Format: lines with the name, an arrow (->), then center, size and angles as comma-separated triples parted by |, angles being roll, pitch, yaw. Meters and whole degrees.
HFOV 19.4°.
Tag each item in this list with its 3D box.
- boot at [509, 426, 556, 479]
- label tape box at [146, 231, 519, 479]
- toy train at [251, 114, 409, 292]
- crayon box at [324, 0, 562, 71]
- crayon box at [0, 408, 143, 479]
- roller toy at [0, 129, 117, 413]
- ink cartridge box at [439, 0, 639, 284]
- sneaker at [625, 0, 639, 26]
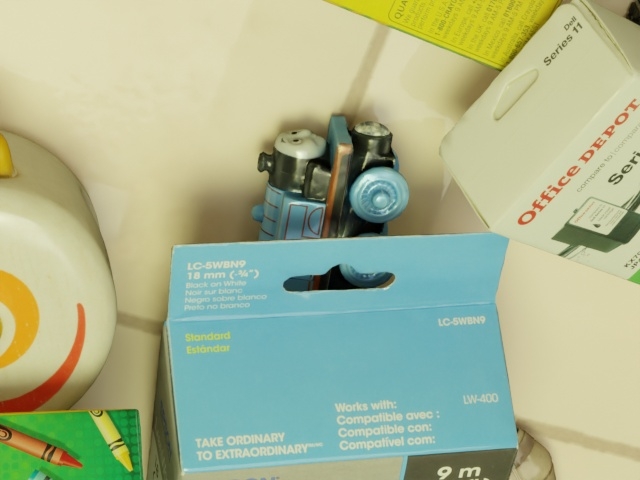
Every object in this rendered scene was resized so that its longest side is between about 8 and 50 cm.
boot -> 0.132, 0.201, 1.480 | 0.118, 0.042, 0.087 | -31, 111, 1
label tape box -> 0.005, 0.151, 1.328 | 0.240, 0.106, 0.334 | -3, 136, -12
toy train -> 0.000, 0.000, 1.334 | 0.105, 0.080, 0.184 | 6, 113, -9
crayon box -> 0.033, -0.257, 1.220 | 0.318, 0.081, 0.202 | 20, 109, -21
crayon box -> -0.215, 0.194, 1.279 | 0.165, 0.081, 0.278 | -2, 158, -12
roller toy -> -0.233, 0.030, 1.253 | 0.191, 0.146, 0.209 | 33, 103, -24
ink cartridge box -> 0.207, -0.061, 1.296 | 0.208, 0.087, 0.153 | 17, 123, -42
sneaker -> 0.284, -0.175, 1.327 | 0.073, 0.063, 0.162 | 37, 102, -28
